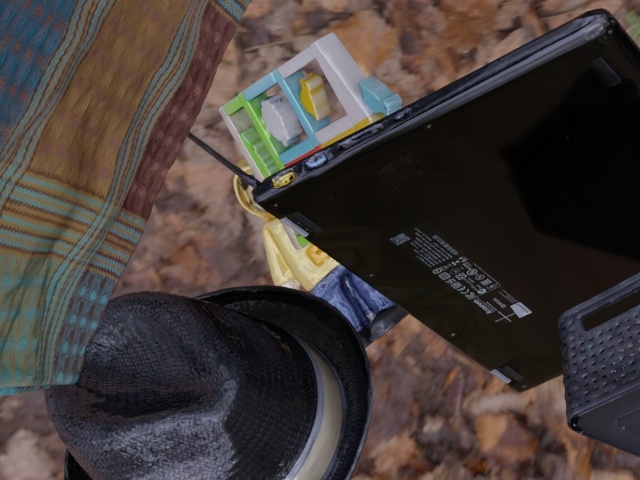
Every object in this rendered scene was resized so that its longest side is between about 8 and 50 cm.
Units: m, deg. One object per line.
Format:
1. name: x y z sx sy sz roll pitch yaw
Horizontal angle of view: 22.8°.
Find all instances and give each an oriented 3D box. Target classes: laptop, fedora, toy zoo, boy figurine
1. laptop: 0.090 -0.065 1.212 0.408 0.382 0.236 -26 53 23
2. fedora: -0.125 0.143 1.375 0.334 0.334 0.152 -32 135 16
3. toy zoo: 0.004 -0.106 1.720 0.192 0.030 0.293 61 150 -4
4. boy figurine: 0.000 0.000 1.975 0.177 0.092 0.285 -35 89 27

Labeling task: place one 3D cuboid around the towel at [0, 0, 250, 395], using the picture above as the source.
1. towel: -0.109 -0.050 0.674 0.040 0.370 0.271 25 90 8

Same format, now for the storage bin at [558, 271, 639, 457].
1. storage bin: 0.267 0.097 1.115 0.180 0.084 0.122 24 140 -31
